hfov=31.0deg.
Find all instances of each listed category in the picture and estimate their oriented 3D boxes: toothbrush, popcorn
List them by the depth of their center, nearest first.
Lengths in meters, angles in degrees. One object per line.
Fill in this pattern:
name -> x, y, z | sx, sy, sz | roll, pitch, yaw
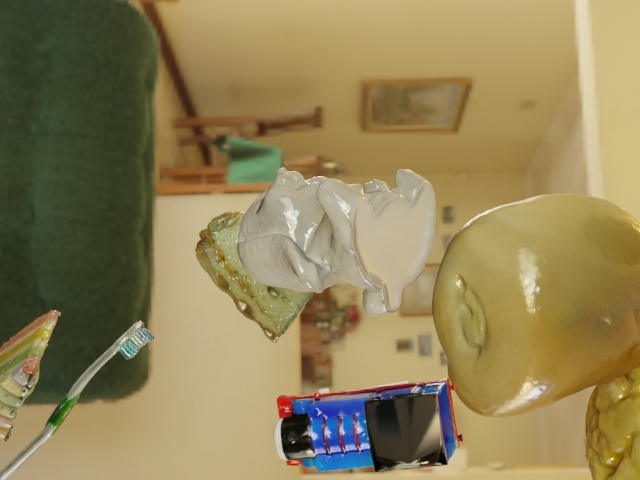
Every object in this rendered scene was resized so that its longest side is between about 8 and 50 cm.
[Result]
toothbrush -> -0.433, 0.286, 1.901 | 0.040, 0.418, 0.042 | 47, 3, 6
popcorn -> 0.643, 0.379, 2.130 | 0.390, 0.344, 0.354 | 51, -25, -4

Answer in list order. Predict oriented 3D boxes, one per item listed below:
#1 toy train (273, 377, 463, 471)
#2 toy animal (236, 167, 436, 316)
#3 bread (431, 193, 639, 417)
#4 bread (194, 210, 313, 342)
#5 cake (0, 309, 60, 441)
toy train -> 0.047, 0.203, 1.259 | 0.131, 0.204, 0.082 | -18, 98, -76
toy animal -> 0.000, 0.000, 1.628 | 0.272, 0.265, 0.205 | -16, 104, -53
bread -> 0.391, 0.098, 1.888 | 0.253, 0.376, 0.347 | 1, -82, 50
bread -> -0.116, 0.056, 1.973 | 0.232, 0.128, 0.088 | 50, -22, -10
cake -> -0.446, 0.186, 1.646 | 0.225, 0.090, 0.109 | -54, -165, 43
